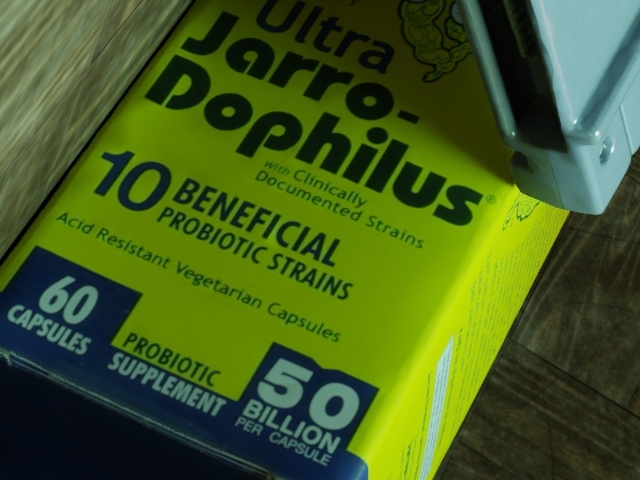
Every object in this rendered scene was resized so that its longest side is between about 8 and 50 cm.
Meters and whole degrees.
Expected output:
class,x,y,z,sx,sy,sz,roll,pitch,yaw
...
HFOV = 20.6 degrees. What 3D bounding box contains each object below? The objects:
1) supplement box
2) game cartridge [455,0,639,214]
class,x,y,z,sx,sy,sz,roll,pitch,yaw
supplement box,0.000,0.000,0.910,0.356,0.194,0.195,-59,165,-32
game cartridge,0.118,-0.200,0.711,0.230,0.068,0.355,-55,147,-20
